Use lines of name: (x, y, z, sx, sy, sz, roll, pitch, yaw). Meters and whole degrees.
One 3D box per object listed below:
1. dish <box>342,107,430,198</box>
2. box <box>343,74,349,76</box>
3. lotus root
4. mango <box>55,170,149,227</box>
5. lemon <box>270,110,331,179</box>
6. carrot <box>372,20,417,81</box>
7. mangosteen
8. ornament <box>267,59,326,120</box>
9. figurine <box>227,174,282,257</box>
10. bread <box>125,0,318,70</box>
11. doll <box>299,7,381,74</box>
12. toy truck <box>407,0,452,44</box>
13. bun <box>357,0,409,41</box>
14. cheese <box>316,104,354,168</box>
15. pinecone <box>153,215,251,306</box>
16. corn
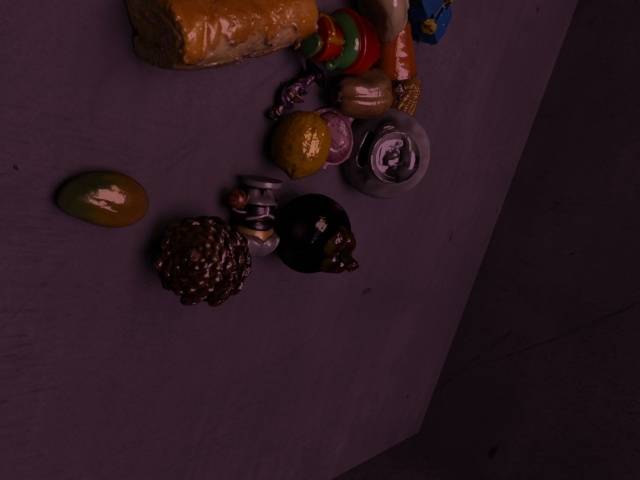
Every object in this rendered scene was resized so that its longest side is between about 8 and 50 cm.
dish: (0.243, -0.291, 1.683, 0.324, 0.124, 0.324, -3, 107, -11)
box: (0.106, -0.551, 1.604, 0.083, 0.012, 0.046, -40, 135, -28)
lotus root: (0.139, -0.465, 1.542, 0.257, 0.140, 0.154, -11, 97, -30)
mango: (-0.480, -0.090, 1.088, 0.195, 0.092, 0.130, -6, 116, -39)
lemon: (-0.057, -0.281, 1.425, 0.181, 0.181, 0.193, -19, 126, -44)
carrot: (0.241, -0.641, 1.611, 0.159, 0.159, 0.225, -28, 125, -39)
mangosteen: (0.000, 0.000, 1.535, 0.275, 0.302, 0.275, -40, 152, -26)
ornament: (-0.078, -0.420, 1.414, 0.203, 0.088, 0.081, -48, 165, -3)
figurine: (-0.195, -0.064, 1.410, 0.176, 0.133, 0.236, -4, 110, -40)
bread: (-0.202, -0.483, 1.082, 0.375, 0.237, 0.165, -31, 133, -38)
doll: (0.081, -0.576, 1.424, 0.363, 0.160, 0.182, -14, 80, -55)
toy truck: (0.309, -0.817, 1.583, 0.161, 0.162, 0.385, -61, 144, -7)
bun: (0.190, -0.723, 1.458, 0.145, 0.229, 0.229, -34, 136, -8)
cheese: (0.048, -0.364, 1.571, 0.189, 0.074, 0.286, 33, 70, -32)
pinecone: (-0.288, 0.049, 1.272, 0.257, 0.243, 0.243, -3, 112, -60)
corn: (0.274, -0.428, 1.793, 0.120, 0.120, 0.363, 14, 96, -53)
